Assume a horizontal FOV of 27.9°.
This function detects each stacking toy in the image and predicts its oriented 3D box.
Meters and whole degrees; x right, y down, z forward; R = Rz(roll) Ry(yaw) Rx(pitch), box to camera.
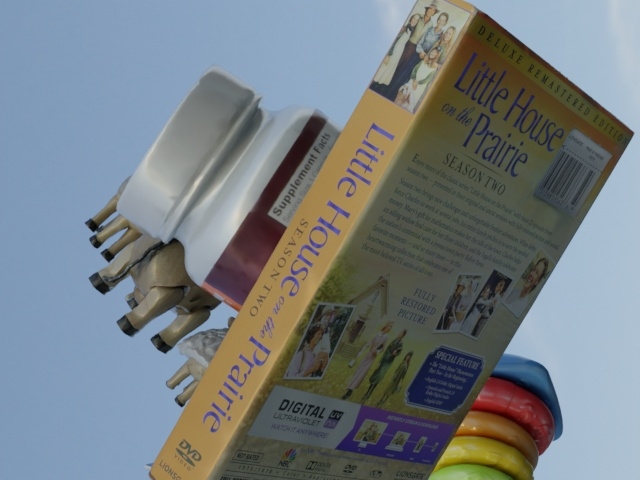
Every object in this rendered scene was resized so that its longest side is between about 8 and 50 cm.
[{"bbox_3d":[0.177,0.290,1.476,0.166,0.175,0.302,69,-154,-42],"label":"stacking toy"}]

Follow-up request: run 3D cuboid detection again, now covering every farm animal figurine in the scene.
[{"bbox_3d":[-0.165,0.036,1.612,0.330,0.172,0.327,51,-176,7],"label":"farm animal figurine"}]

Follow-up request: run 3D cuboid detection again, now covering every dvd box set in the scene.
[{"bbox_3d":[0.072,0.040,1.042,0.307,0.062,0.420,20,-78,-54],"label":"dvd box set"}]

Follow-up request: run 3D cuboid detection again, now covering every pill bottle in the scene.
[{"bbox_3d":[0.000,0.000,1.353,0.224,0.392,0.224,-56,3,4],"label":"pill bottle"}]

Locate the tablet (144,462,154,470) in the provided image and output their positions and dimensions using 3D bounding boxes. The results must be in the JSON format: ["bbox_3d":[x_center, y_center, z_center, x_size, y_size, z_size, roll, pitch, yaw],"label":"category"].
[{"bbox_3d":[-0.135,0.234,1.340,0.083,0.054,0.006,-2,-83,-45],"label":"tablet"}]
